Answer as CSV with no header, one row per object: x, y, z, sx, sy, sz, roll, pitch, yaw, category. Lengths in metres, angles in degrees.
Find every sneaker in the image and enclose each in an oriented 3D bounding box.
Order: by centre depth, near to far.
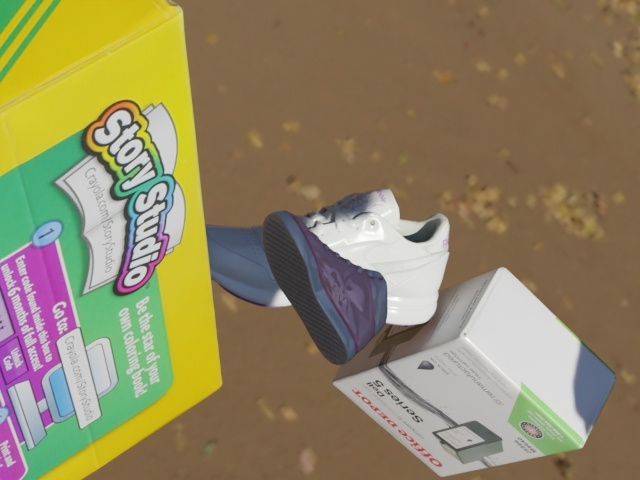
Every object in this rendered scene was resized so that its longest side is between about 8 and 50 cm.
0.008,0.027,1.184,0.070,0.051,0.134,-33,98,-34,sneaker
0.000,0.000,1.594,0.305,0.152,0.114,8,23,-23,sneaker

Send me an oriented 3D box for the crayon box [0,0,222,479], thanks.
-0.212,0.040,0.780,0.313,0.363,0.106,-33,62,-21,crayon box

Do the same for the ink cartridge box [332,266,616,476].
0.174,0.163,1.722,0.198,0.273,0.115,42,57,-14,ink cartridge box
